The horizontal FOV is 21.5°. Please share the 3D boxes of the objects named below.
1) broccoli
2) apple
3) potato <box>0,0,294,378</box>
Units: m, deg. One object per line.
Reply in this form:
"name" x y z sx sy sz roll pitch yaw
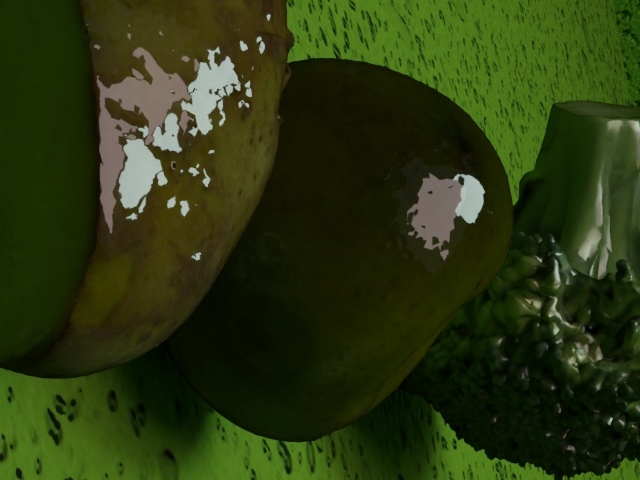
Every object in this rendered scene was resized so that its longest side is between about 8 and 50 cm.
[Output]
"broccoli" 0.146 0.046 1.152 0.288 0.235 0.260 25 -43 52
"apple" 0.000 0.000 0.830 0.157 0.196 0.196 40 21 2
"potato" -0.089 -0.079 0.690 0.176 0.141 0.298 30 44 -35
